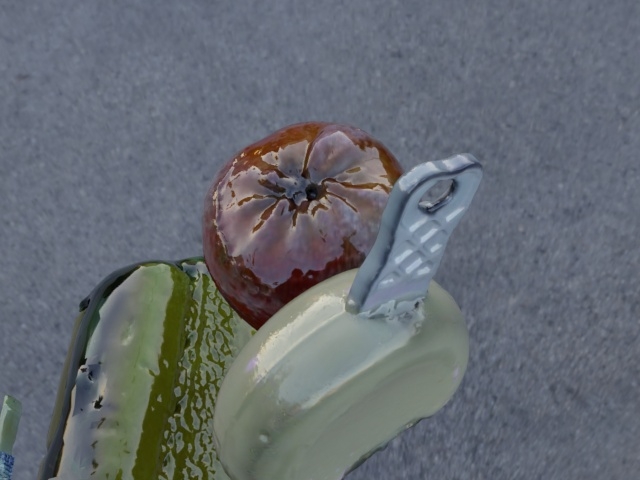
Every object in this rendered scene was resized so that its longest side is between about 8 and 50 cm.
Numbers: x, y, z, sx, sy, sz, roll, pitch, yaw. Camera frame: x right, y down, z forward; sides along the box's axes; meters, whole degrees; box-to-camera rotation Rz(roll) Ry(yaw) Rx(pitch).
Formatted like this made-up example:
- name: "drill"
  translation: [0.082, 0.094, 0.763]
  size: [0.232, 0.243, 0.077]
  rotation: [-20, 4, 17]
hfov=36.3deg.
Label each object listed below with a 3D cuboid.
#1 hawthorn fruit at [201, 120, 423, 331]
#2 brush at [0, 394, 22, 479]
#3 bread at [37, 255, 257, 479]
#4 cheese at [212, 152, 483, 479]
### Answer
- name: "hawthorn fruit"
  translation: [0.000, 0.000, 0.716]
  size: [0.173, 0.173, 0.173]
  rotation: [-1, 61, 2]
- name: "brush"
  translation: [-0.434, 0.286, 1.343]
  size: [0.030, 0.033, 0.178]
  rotation: [-39, 35, 30]
- name: "bread"
  translation: [-0.172, 0.204, 1.039]
  size: [0.251, 0.208, 0.376]
  rotation: [25, 44, -28]
- name: "cheese"
  translation: [0.011, 0.059, 0.532]
  size: [0.163, 0.249, 0.071]
  rotation: [-27, 59, -15]
